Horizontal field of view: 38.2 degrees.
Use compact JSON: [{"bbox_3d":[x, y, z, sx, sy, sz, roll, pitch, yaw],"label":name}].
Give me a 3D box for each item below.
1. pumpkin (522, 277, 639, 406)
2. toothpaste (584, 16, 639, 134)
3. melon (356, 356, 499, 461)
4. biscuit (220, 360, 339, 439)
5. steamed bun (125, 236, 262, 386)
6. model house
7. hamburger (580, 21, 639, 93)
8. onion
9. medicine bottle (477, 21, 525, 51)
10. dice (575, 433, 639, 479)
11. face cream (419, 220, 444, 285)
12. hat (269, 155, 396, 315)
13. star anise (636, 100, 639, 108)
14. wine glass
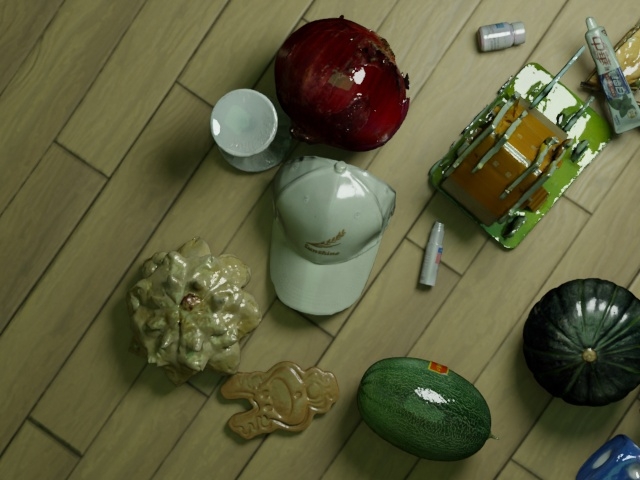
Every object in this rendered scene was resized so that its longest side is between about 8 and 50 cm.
[{"bbox_3d":[0.515,0.190,1.772,0.250,0.216,0.250,11,111,30],"label":"pumpkin"},{"bbox_3d":[0.556,-0.319,1.774,0.060,0.038,0.233,-20,99,27],"label":"toothpaste"},{"bbox_3d":[0.210,0.330,1.791,0.288,0.182,0.182,25,90,5],"label":"melon"},{"bbox_3d":[-0.080,0.321,1.880,0.236,0.040,0.144,-12,94,5],"label":"biscuit"},{"bbox_3d":[-0.261,0.152,1.839,0.295,0.137,0.292,-27,89,0],"label":"steamed bun"},{"bbox_3d":[0.409,-0.181,1.727,0.242,0.313,0.357,43,90,0],"label":"model house"},{"bbox_3d":[0.608,-0.343,1.832,0.102,0.087,0.176,42,95,-6],"label":"hamburger"},{"bbox_3d":[0.039,-0.288,1.766,0.276,0.276,0.276,0,89,3],"label":"onion"},{"bbox_3d":[0.363,-0.411,1.857,0.089,0.052,0.052,-9,89,2],"label":"medicine bottle"},{"bbox_3d":[0.590,0.472,1.788,0.146,0.146,0.143,43,93,2],"label":"dice"},{"bbox_3d":[0.228,0.025,1.867,0.034,0.034,0.130,11,89,3],"label":"face cream"},{"bbox_3d":[0.001,-0.004,1.812,0.258,0.168,0.301,13,90,4],"label":"hat"},{"bbox_3d":[0.707,-0.227,1.807,0.196,0.111,0.212,10,67,-28],"label":"star anise"},{"bbox_3d":[-0.141,-0.219,1.808,0.165,0.196,0.165,0,89,5],"label":"wine glass"}]
